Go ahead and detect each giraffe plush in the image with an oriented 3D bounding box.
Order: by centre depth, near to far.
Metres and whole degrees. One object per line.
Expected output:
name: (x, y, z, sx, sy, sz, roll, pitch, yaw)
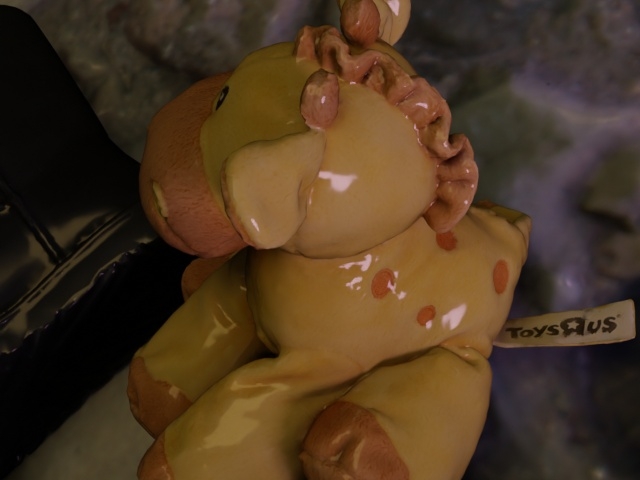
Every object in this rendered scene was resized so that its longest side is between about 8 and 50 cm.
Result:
giraffe plush: (0.000, 0.000, 0.490, 0.210, 0.170, 0.181, -21, 40, 7)

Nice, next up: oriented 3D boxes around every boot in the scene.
boot: (-0.196, 0.009, 0.632, 0.246, 0.094, 0.207, -40, 58, -11)
